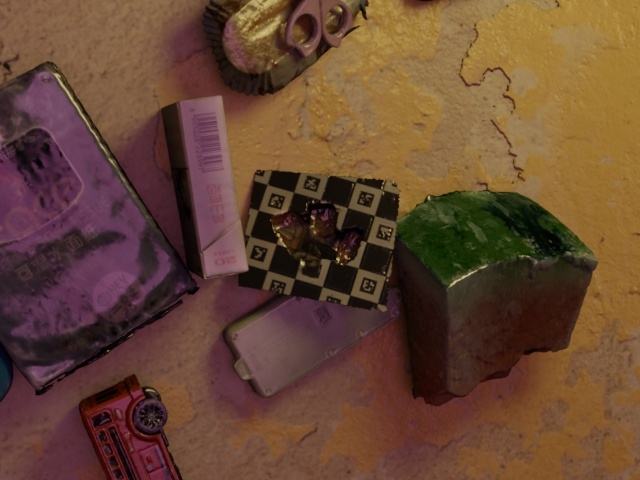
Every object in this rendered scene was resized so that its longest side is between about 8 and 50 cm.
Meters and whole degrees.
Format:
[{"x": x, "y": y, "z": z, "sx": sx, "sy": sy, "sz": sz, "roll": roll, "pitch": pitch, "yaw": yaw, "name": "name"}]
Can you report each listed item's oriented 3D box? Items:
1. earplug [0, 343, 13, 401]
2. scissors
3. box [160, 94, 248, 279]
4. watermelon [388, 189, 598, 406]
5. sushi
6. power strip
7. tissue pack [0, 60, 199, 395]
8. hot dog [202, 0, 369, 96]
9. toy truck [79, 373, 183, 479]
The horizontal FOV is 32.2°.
[{"x": -0.516, "y": 0.220, "z": 1.410, "sx": 0.273, "sy": 0.132, "sz": 0.132, "roll": -36, "pitch": 102, "yaw": -14, "name": "earplug"}, {"x": -0.003, "y": -0.349, "z": 1.462, "sx": 0.110, "sy": 0.021, "sz": 0.212, "roll": -21, "pitch": 126, "yaw": -31, "name": "scissors"}, {"x": -0.156, "y": -0.070, "z": 1.476, "sx": 0.067, "sy": 0.149, "sz": 0.233, "roll": -10, "pitch": 96, "yaw": -12, "name": "box"}, {"x": 0.252, "y": 0.077, "z": 1.588, "sx": 0.264, "sy": 0.151, "sz": 0.301, "roll": -13, "pitch": 101, "yaw": -28, "name": "watermelon"}, {"x": 0.000, "y": 0.000, "z": 1.557, "sx": 0.210, "sy": 0.040, "sz": 0.192, "roll": 7, "pitch": 73, "yaw": 3, "name": "sushi"}, {"x": -0.008, "y": 0.116, "z": 1.584, "sx": 0.270, "sy": 0.046, "sz": 0.118, "roll": -31, "pitch": 101, "yaw": -12, "name": "power strip"}, {"x": -0.359, "y": -0.020, "z": 1.438, "sx": 0.259, "sy": 0.122, "sz": 0.361, "roll": -32, "pitch": 104, "yaw": -8, "name": "tissue pack"}, {"x": -0.047, "y": -0.317, "z": 1.528, "sx": 0.270, "sy": 0.082, "sz": 0.162, "roll": -42, "pitch": 113, "yaw": -17, "name": "hot dog"}, {"x": -0.235, "y": 0.316, "z": 1.502, "sx": 0.114, "sy": 0.107, "sz": 0.252, "roll": -22, "pitch": 98, "yaw": -13, "name": "toy truck"}]
